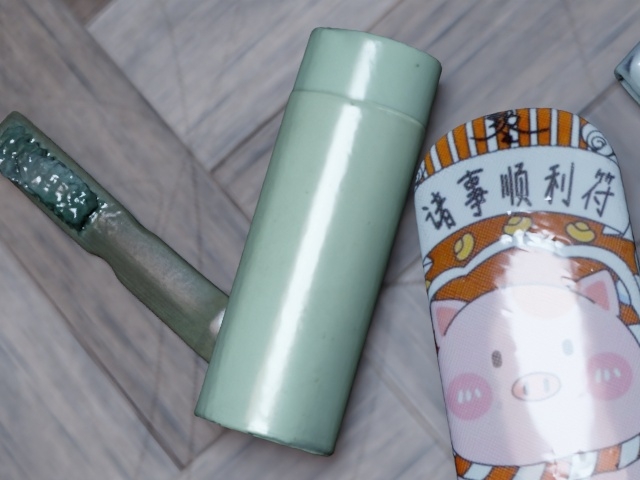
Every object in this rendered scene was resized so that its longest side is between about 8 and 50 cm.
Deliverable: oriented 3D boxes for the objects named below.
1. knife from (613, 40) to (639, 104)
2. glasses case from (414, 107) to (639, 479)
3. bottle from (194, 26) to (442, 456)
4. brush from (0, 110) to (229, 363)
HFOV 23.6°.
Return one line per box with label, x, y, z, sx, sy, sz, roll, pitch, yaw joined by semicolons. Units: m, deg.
knife;0.256;-0.155;0.737;0.265;0.040;0.073;-44;85;3
glasses case;0.109;0.068;0.722;0.103;0.067;0.266;-12;80;9
bottle;0.000;0.000;0.755;0.072;0.072;0.201;15;85;14
brush;-0.108;-0.001;0.803;0.190;0.027;0.034;41;94;14
